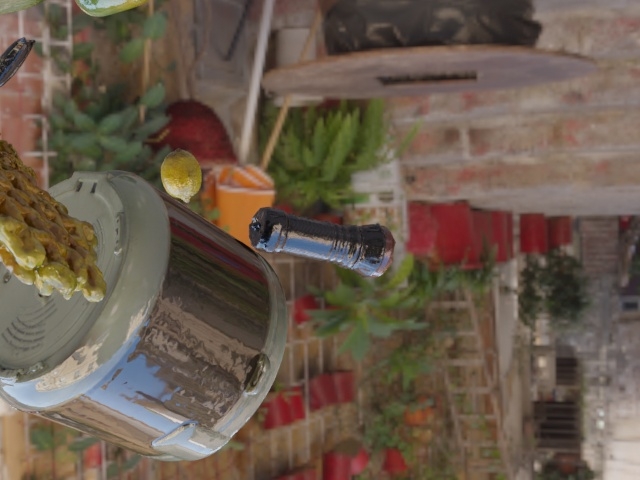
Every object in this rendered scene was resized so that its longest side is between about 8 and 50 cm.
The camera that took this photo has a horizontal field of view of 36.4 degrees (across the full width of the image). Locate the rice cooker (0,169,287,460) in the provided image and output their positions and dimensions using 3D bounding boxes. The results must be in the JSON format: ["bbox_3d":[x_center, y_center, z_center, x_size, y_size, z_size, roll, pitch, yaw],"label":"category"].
[{"bbox_3d":[-0.231,0.102,1.242,0.335,0.335,0.325,1,157,40],"label":"rice cooker"}]

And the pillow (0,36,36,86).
[{"bbox_3d":[-0.671,-0.377,2.090,0.048,0.150,0.090,41,-177,-24],"label":"pillow"}]

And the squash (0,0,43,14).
[{"bbox_3d":[-0.390,-0.244,0.988,0.219,0.041,0.219,-6,-168,1],"label":"squash"}]

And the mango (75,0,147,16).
[{"bbox_3d":[-0.305,-0.412,1.480,0.195,0.130,0.092,-37,-167,35],"label":"mango"}]

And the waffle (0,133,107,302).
[{"bbox_3d":[-0.285,-0.037,0.894,0.059,0.243,0.238,-44,-164,0],"label":"waffle"}]

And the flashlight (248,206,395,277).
[{"bbox_3d":[0.000,0.000,1.515,0.232,0.093,0.093,12,177,-27],"label":"flashlight"}]

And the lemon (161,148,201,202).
[{"bbox_3d":[-0.281,-0.129,1.971,0.082,0.110,0.082,-10,174,-1],"label":"lemon"}]
